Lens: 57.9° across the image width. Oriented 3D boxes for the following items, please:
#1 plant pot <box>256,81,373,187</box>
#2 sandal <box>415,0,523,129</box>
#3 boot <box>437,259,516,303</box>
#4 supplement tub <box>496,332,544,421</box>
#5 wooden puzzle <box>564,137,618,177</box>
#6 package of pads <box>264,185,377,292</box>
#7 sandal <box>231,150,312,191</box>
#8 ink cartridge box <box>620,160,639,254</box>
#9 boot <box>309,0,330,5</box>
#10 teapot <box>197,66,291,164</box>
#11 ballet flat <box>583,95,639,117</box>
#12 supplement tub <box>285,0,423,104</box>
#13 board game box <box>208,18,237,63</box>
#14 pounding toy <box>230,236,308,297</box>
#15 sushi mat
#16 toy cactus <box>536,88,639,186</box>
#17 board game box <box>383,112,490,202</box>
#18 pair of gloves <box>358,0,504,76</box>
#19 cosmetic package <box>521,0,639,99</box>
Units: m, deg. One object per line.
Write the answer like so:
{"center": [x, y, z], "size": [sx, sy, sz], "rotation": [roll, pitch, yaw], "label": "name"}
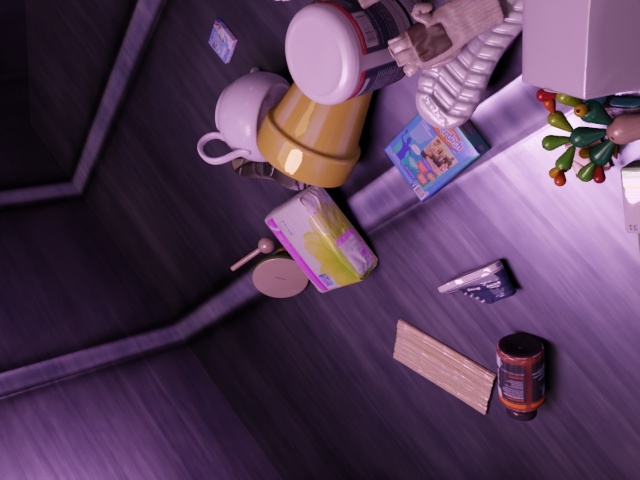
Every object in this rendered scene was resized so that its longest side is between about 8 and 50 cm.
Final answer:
{"center": [0.004, -0.294, 1.383], "size": [0.254, 0.254, 0.239], "rotation": [44, 124, 22], "label": "plant pot"}
{"center": [0.299, -0.402, 1.052], "size": [0.169, 0.102, 0.416], "rotation": [39, 124, 14], "label": "sandal"}
{"center": [0.362, 0.116, 1.354], "size": [0.190, 0.069, 0.086], "rotation": [-31, 85, 52], "label": "boot"}
{"center": [0.465, 0.322, 1.341], "size": [0.106, 0.106, 0.197], "rotation": [15, 124, 44], "label": "supplement tub"}
{"center": [0.494, -0.157, 1.066], "size": [0.116, 0.014, 0.078], "rotation": [-3, 106, 50], "label": "wooden puzzle"}
{"center": [0.000, 0.000, 1.639], "size": [0.296, 0.101, 0.229], "rotation": [52, 146, -9], "label": "package of pads"}
{"center": [-0.121, -0.223, 1.682], "size": [0.303, 0.086, 0.120], "rotation": [16, 106, 25], "label": "sandal"}
{"center": [0.615, -0.021, 0.980], "size": [0.171, 0.056, 0.234], "rotation": [5, 115, 48], "label": "ink cartridge box"}
{"center": [0.017, -0.539, 1.361], "size": [0.106, 0.037, 0.114], "rotation": [56, 139, 2], "label": "boot"}
{"center": [-0.196, -0.334, 1.549], "size": [0.187, 0.256, 0.252], "rotation": [16, 108, 22], "label": "teapot"}
{"center": [0.495, -0.230, 0.997], "size": [0.114, 0.041, 0.041], "rotation": [25, 131, 40], "label": "ballet flat"}
{"center": [0.083, -0.397, 1.173], "size": [0.191, 0.272, 0.191], "rotation": [29, 133, 36], "label": "supplement tub"}
{"center": [-0.288, -0.586, 1.700], "size": [0.090, 0.020, 0.090], "rotation": [51, 142, 11], "label": "board game box"}
{"center": [-0.149, 0.075, 1.890], "size": [0.183, 0.110, 0.237], "rotation": [-35, 124, 25], "label": "pounding toy"}
{"center": [0.329, 0.344, 1.590], "size": [0.317, 0.019, 0.151], "rotation": [28, 134, 36], "label": "sushi mat"}
{"center": [0.463, -0.177, 0.972], "size": [0.181, 0.112, 0.219], "rotation": [-6, 128, 33], "label": "toy cactus"}
{"center": [0.253, -0.204, 1.290], "size": [0.160, 0.047, 0.210], "rotation": [56, 144, 7], "label": "board game box"}
{"center": [0.184, -0.429, 1.020], "size": [0.204, 0.042, 0.240], "rotation": [-31, 93, 28], "label": "pair of gloves"}
{"center": [0.399, -0.408, 0.832], "size": [0.197, 0.155, 0.365], "rotation": [-114, 12, -63], "label": "cosmetic package"}
